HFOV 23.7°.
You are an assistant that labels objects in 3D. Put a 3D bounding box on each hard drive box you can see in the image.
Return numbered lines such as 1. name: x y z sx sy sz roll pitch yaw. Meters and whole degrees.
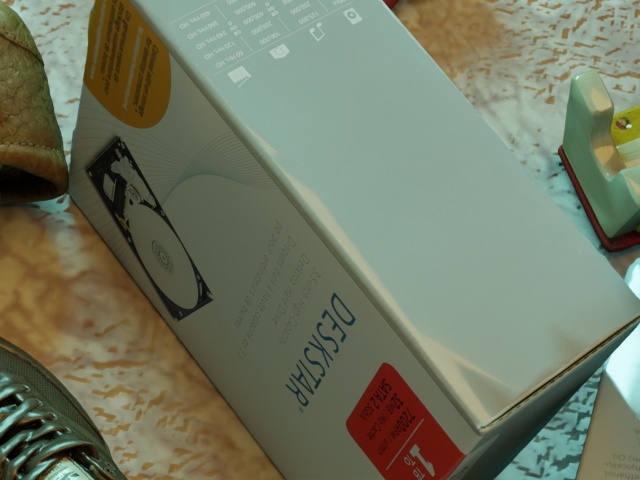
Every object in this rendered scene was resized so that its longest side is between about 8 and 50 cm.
1. hard drive box: 0.000 0.000 0.636 0.089 0.181 0.232 -32 72 -27

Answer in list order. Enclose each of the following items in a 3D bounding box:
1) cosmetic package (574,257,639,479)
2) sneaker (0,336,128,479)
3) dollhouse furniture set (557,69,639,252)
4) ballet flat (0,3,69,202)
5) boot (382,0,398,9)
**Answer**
1. cosmetic package: 0.138 0.131 0.585 0.085 0.117 0.231 7 47 21
2. sneaker: -0.103 0.097 0.619 0.066 0.071 0.188 -35 75 -28
3. dollhouse furniture set: 0.330 -0.028 0.782 0.374 0.152 0.201 -20 68 -5
4. ballet flat: -0.244 0.015 0.622 0.342 0.116 0.124 -33 93 -31
5. boot: -0.033 -0.216 0.806 0.244 0.088 0.176 46 60 3
